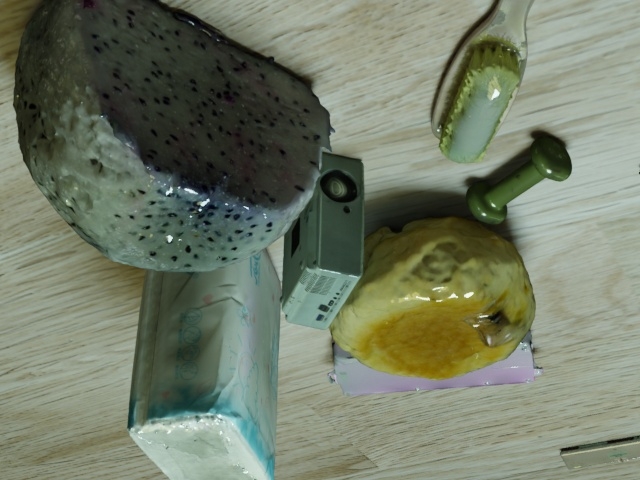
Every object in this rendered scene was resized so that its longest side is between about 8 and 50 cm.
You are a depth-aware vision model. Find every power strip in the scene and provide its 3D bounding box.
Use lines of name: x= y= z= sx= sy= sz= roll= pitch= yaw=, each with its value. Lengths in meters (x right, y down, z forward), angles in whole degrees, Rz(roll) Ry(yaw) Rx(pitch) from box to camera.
power strip: x=0.147 y=0.156 z=1.537 sx=0.279 sy=0.037 sz=0.109 roll=-6 pitch=144 yaw=10

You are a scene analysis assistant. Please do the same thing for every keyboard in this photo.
keyboard: x=0.449 y=0.317 z=1.781 sx=0.166 sy=0.017 sz=0.055 roll=-14 pitch=138 yaw=20

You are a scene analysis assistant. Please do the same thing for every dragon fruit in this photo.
dragon fruit: x=-0.152 y=-0.069 z=1.070 sx=0.283 sy=0.221 sz=0.204 roll=22 pitch=134 yaw=-31

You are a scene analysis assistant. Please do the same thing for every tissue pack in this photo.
tissue pack: x=-0.118 y=0.124 z=1.293 sx=0.124 sy=0.271 sz=0.201 roll=-6 pitch=145 yaw=9

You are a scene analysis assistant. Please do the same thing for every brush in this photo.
brush: x=0.164 y=-0.172 z=1.047 sx=0.072 sy=0.067 sz=0.313 roll=7 pitch=143 yaw=-8

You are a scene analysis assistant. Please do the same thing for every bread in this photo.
bread: x=0.126 y=0.057 z=1.317 sx=0.244 sy=0.134 sz=0.244 roll=-2 pitch=146 yaw=-1

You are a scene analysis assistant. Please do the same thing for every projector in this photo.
projector: x=0.000 y=0.000 z=1.220 sx=0.061 sy=0.147 sz=0.115 roll=12 pitch=143 yaw=-15

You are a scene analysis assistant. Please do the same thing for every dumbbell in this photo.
dumbbell: x=0.204 y=-0.060 z=1.218 sx=0.052 sy=0.046 sz=0.118 roll=18 pitch=142 yaw=-32

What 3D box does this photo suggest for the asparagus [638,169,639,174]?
asparagus: x=0.404 y=-0.050 z=1.256 sx=0.166 sy=0.013 sz=0.016 roll=16 pitch=101 yaw=-22
